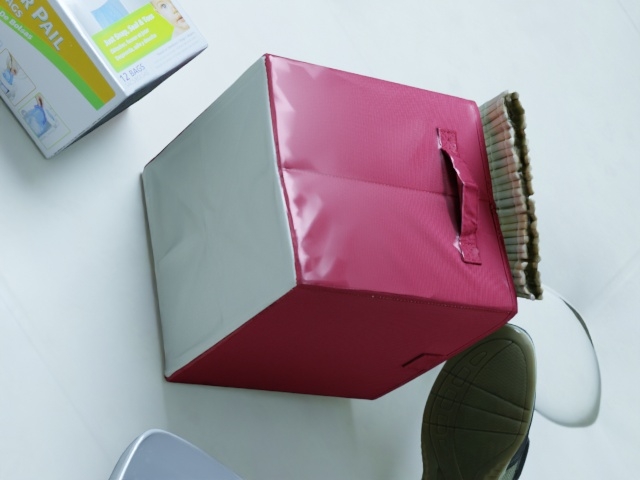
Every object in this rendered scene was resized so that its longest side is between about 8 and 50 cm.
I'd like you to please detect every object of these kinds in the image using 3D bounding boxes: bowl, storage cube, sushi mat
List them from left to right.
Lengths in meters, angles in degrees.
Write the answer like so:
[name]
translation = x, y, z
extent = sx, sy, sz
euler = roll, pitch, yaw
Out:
[bowl]
translation = -0.098, 0.212, 1.042
extent = 0.142, 0.053, 0.142
euler = 39, 45, -22
[storage cube]
translation = 0.000, 0.000, 1.156
extent = 0.193, 0.215, 0.184
euler = 9, 61, -35
[sushi mat]
translation = 0.131, -0.030, 1.252
extent = 0.019, 0.316, 0.151
euler = -5, 90, -4

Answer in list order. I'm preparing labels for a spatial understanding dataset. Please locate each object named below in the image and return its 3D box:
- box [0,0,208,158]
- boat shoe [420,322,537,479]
[box]
translation = -0.199, -0.183, 1.140
extent = 0.203, 0.103, 0.114
euler = 54, 40, -5
[boat shoe]
translation = 0.121, 0.160, 1.214
extent = 0.080, 0.224, 0.073
euler = 16, 19, 15
